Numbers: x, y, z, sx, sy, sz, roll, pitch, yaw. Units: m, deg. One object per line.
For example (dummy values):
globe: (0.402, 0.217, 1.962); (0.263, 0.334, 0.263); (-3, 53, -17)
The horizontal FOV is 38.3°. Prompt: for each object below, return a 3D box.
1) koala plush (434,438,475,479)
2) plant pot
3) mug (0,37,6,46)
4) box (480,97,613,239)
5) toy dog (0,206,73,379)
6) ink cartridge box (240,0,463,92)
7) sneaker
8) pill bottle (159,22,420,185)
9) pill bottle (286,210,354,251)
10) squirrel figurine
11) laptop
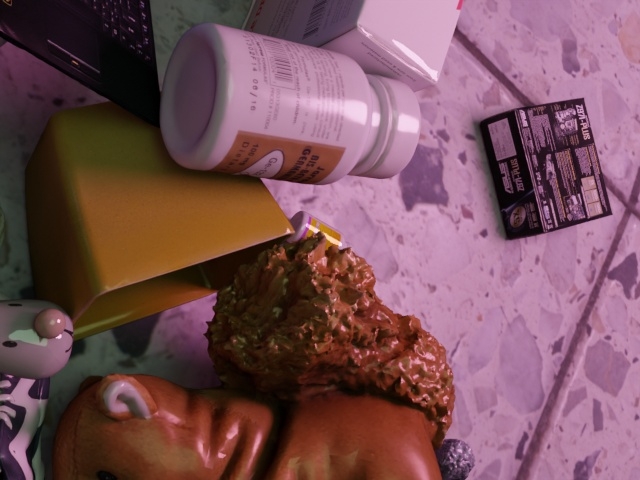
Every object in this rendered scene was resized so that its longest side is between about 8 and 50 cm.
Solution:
koala plush: (0.178, 0.360, 1.075); (0.203, 0.221, 0.196); (-28, 98, -32)
plant pot: (-0.188, -0.032, 0.934); (0.212, 0.212, 0.187); (-18, 81, -33)
mug: (-0.428, -0.212, 0.726); (0.374, 0.328, 0.276); (4, 75, -35)
box: (0.326, -0.104, 1.330); (0.147, 0.077, 0.180); (-14, 90, -33)
toy dog: (-0.345, 0.039, 0.718); (0.333, 0.161, 0.220); (-13, 79, -44)
ink cartridge box: (0.027, -0.254, 1.049); (0.117, 0.283, 0.207); (30, 68, -28)
sneaker: (-0.308, 0.160, 0.835); (0.094, 0.153, 0.235); (0, 84, -4)
pill bottle: (-0.024, -0.120, 0.875); (0.229, 0.131, 0.131); (5, 79, -35)
pill bottle: (0.000, 0.000, 1.130); (0.083, 0.043, 0.043); (30, 68, -24)
squirrel figurine: (-0.064, 0.190, 0.943); (0.370, 0.281, 0.397); (25, 79, -11)
laptop: (-0.162, -0.269, 0.795); (0.234, 0.136, 0.265); (28, 50, -63)
